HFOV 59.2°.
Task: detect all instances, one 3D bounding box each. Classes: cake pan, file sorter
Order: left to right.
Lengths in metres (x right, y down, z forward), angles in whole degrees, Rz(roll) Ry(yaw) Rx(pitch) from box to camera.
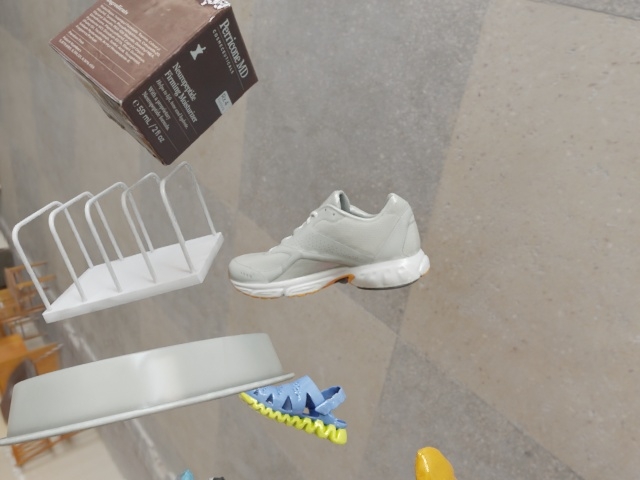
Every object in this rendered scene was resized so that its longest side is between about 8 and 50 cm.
[{"bbox_3d":[-0.342,-0.006,0.975,0.193,0.278,0.173,-85,-22,-69],"label":"file sorter"},{"bbox_3d":[-0.175,0.150,0.587,0.293,0.293,0.054,-28,71,52],"label":"cake pan"}]

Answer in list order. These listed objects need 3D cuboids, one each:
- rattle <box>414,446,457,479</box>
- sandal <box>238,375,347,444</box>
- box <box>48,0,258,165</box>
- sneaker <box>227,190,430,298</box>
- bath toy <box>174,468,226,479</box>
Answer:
[{"bbox_3d":[0.205,0.312,0.596,0.200,0.130,0.142,-161,62,-65],"label":"rattle"},{"bbox_3d":[-0.058,0.403,1.422,0.126,0.318,0.138,-6,61,64],"label":"sandal"},{"bbox_3d":[-0.233,-0.258,0.821,0.167,0.203,0.168,40,169,20],"label":"box"},{"bbox_3d":[0.000,0.000,0.713,0.263,0.099,0.120,-8,102,17],"label":"sneaker"},{"bbox_3d":[-0.161,0.608,1.216,0.129,0.348,0.151,-44,27,52],"label":"bath toy"}]
